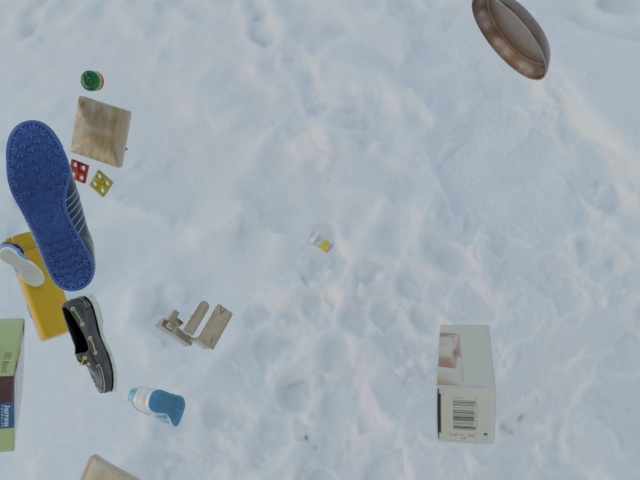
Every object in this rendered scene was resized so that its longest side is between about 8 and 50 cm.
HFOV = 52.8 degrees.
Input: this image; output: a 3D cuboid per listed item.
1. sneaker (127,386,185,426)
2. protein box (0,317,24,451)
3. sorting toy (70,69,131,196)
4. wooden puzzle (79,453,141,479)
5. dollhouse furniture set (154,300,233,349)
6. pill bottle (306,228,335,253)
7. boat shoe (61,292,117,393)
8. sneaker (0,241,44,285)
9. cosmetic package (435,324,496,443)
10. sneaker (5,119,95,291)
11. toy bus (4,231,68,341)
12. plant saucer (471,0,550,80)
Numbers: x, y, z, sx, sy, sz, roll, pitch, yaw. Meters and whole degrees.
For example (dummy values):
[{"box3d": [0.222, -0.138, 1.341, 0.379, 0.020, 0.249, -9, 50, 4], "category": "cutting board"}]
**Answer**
[{"box3d": [-0.468, 0.474, 1.869, 0.092, 0.228, 0.087, 6, 61, 21], "category": "sneaker"}, {"box3d": [-0.581, 0.225, 1.012, 0.201, 0.135, 0.200, 1, 19, -21], "category": "protein box"}, {"box3d": [-0.498, -0.242, 1.486, 0.132, 0.046, 0.274, 18, 107, 11], "category": "sorting toy"}, {"box3d": [-0.295, 0.549, 0.982, 0.348, 0.080, 0.322, 23, 89, 19], "category": "wooden puzzle"}, {"box3d": [-0.377, 0.237, 1.918, 0.151, 0.144, 0.123, -17, 39, 53], "category": "dollhouse furniture set"}, {"box3d": [0.000, 0.000, 1.900, 0.083, 0.043, 0.043, 35, 65, -10], "category": "pill bottle"}, {"box3d": [-0.506, 0.233, 1.408, 0.081, 0.227, 0.069, -7, 9, 43], "category": "boat shoe"}, {"box3d": [-0.844, 0.061, 1.826, 0.058, 0.152, 0.084, -42, 34, -2], "category": "sneaker"}, {"box3d": [0.340, 0.327, 1.519, 0.129, 0.153, 0.296, 0, 17, 13], "category": "cosmetic package"}, {"box3d": [-0.364, -0.042, 0.873, 0.081, 0.232, 0.090, -15, 6, -20], "category": "sneaker"}, {"box3d": [-0.847, 0.133, 1.947, 0.108, 0.130, 0.332, -20, 86, -27], "category": "toy bus"}, {"box3d": [0.304, -0.325, 1.013, 0.029, 0.168, 0.168, -40, 53, 3], "category": "plant saucer"}]
